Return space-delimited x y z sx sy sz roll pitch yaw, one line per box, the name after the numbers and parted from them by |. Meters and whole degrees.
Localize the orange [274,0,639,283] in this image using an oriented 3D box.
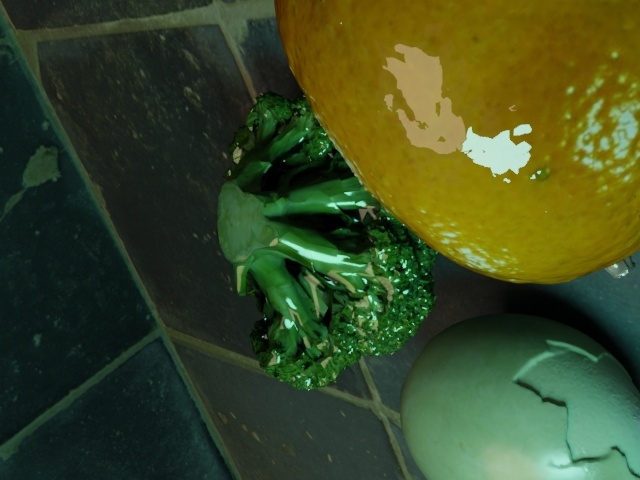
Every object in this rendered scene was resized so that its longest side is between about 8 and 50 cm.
0.162 -0.174 0.799 0.326 0.424 0.424 -36 92 16 | orange

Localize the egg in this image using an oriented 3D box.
0.272 0.237 1.160 0.336 0.278 0.278 19 136 47 | egg

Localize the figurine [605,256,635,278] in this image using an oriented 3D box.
0.322 -0.042 0.953 0.178 0.145 0.114 -14 126 45 | figurine

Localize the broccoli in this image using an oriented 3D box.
0.007 0.000 1.255 0.310 0.320 0.414 33 -121 -81 | broccoli
